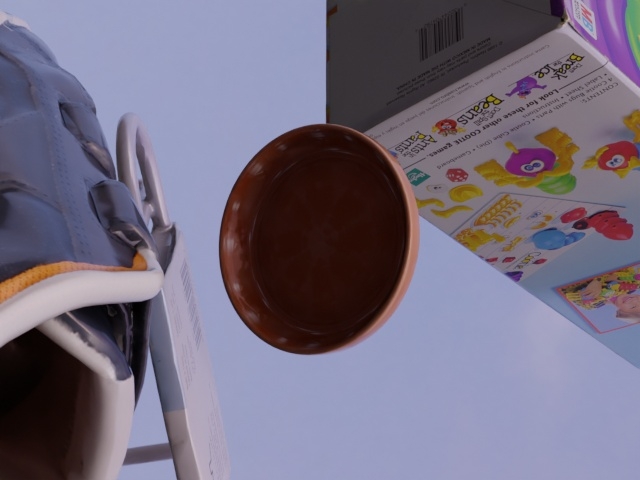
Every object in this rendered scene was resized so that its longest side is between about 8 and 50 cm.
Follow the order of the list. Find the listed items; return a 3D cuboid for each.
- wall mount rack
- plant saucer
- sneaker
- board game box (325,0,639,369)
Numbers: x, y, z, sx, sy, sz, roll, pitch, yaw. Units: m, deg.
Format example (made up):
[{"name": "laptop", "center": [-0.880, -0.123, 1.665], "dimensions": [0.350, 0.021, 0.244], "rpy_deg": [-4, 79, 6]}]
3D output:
[{"name": "wall mount rack", "center": [-0.140, 0.112, 1.094], "dimensions": [0.304, 0.130, 0.350], "rpy_deg": [-84, 164, -70]}, {"name": "plant saucer", "center": [0.000, 0.000, 0.643], "dimensions": [0.083, 0.013, 0.083], "rpy_deg": [-6, -101, 33]}, {"name": "sneaker", "center": [-0.111, 0.022, 0.563], "dimensions": [0.321, 0.127, 0.126], "rpy_deg": [-74, 179, -63]}, {"name": "board game box", "center": [0.145, -0.067, 0.942], "dimensions": [0.144, 0.275, 0.142], "rpy_deg": [-26, -133, 32]}]
